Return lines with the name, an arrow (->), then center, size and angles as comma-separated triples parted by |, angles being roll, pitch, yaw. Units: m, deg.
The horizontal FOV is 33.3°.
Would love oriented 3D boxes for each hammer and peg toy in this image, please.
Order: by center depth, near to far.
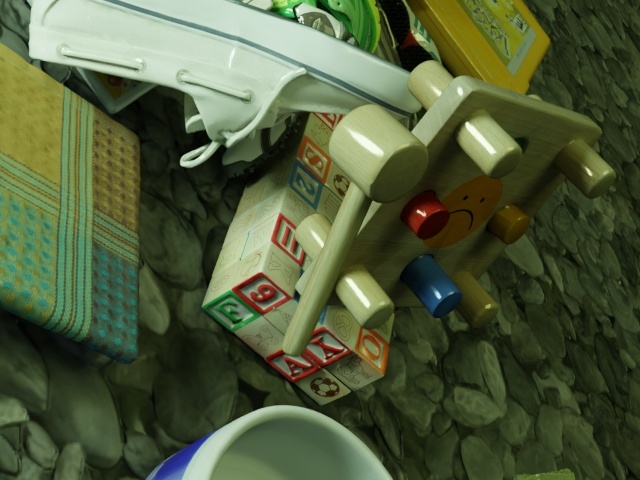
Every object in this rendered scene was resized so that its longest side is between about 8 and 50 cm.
hammer and peg toy -> 0.088, -0.032, 0.977 | 0.361, 0.266, 0.127 | 4, 40, -49

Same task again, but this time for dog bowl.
dog bowl -> -0.031, 0.275, 0.863 | 0.265, 0.104, 0.265 | 31, 42, -34

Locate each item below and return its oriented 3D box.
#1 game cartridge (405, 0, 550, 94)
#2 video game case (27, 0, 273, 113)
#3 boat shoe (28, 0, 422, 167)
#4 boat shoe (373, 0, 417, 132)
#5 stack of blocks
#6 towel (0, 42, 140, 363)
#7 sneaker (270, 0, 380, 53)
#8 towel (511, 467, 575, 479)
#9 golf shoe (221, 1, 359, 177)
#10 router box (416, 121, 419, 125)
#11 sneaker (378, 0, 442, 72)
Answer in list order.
game cartridge -> 0.254, -0.366, 1.753 | 0.285, 0.052, 0.324 | 51, 35, -12
video game case -> -0.190, -0.271, 1.054 | 0.206, 0.026, 0.227 | -38, 97, -21
boat shoe -> -0.091, -0.141, 0.986 | 0.367, 0.156, 0.136 | 16, 13, -12
boat shoe -> 0.024, -0.250, 1.334 | 0.130, 0.132, 0.355 | 19, 53, -68
stack of blocks -> 0.000, 0.000, 1.124 | 0.171, 0.087, 0.297 | 42, 38, -24
towel -> -0.288, -0.078, 0.830 | 0.370, 0.040, 0.271 | 35, 34, -37
sneaker -> -0.022, -0.293, 1.136 | 0.295, 0.109, 0.123 | 58, 39, -32
towel -> 0.277, 0.329, 1.276 | 0.148, 0.027, 0.110 | 8, 59, -50
golf shoe -> -0.051, -0.158, 1.112 | 0.094, 0.198, 0.077 | 39, 2, -20
router box -> 0.145, -0.112, 1.434 | 0.122, 0.038, 0.092 | -16, 77, -55
sneaker -> 0.126, -0.291, 1.543 | 0.161, 0.057, 0.075 | 59, 18, 2
